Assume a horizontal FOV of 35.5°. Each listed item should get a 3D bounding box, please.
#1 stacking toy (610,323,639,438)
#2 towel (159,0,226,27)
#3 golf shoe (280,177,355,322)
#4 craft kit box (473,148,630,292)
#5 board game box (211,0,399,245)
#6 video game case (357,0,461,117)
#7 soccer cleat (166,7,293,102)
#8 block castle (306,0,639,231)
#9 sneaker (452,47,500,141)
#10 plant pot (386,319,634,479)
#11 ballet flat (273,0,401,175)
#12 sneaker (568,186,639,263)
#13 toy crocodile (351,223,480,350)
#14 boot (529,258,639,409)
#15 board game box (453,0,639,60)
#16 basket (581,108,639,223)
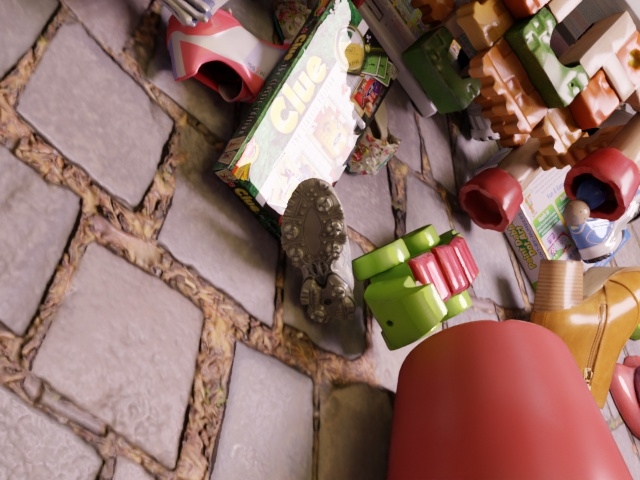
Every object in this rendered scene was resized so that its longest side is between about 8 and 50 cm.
[{"bbox_3d":[0.588,0.176,1.704,0.309,0.130,0.280,-20,87,-56],"label":"stacking toy"},{"bbox_3d":[-0.155,-0.319,1.016,0.209,0.034,0.285,42,26,-8],"label":"towel"},{"bbox_3d":[0.000,0.000,1.047,0.086,0.069,0.176,-81,167,-54],"label":"golf shoe"},{"bbox_3d":[0.372,-0.055,1.581,0.250,0.061,0.247,-35,102,-45],"label":"craft kit box"},{"bbox_3d":[-0.008,-0.134,1.079,0.136,0.030,0.260,47,61,-35],"label":"board game box"},{"bbox_3d":[0.120,-0.320,1.464,0.227,0.026,0.206,50,37,-20],"label":"video game case"},{"bbox_3d":[-0.065,-0.179,1.089,0.248,0.083,0.095,20,65,-44],"label":"soccer cleat"},{"bbox_3d":[0.208,-0.219,1.266,0.213,0.303,0.453,-45,110,-25],"label":"block castle"},{"bbox_3d":[0.256,-0.273,1.542,0.132,0.086,0.229,56,33,-41],"label":"sneaker"},{"bbox_3d":[0.187,0.232,1.038,0.275,0.275,0.243,37,35,-36],"label":"plant pot"},{"bbox_3d":[0.029,-0.196,1.221,0.091,0.077,0.241,-33,97,-55],"label":"ballet flat"},{"bbox_3d":[0.444,-0.059,1.557,0.081,0.080,0.211,51,47,-18],"label":"sneaker"},{"bbox_3d":[0.126,0.044,1.165,0.115,0.105,0.340,66,24,1],"label":"toy crocodile"},{"bbox_3d":[0.419,0.141,1.469,0.295,0.104,0.211,5,87,-31],"label":"boot"},{"bbox_3d":[0.324,-0.291,1.342,0.097,0.303,0.224,-46,103,-26],"label":"board game box"},{"bbox_3d":[0.503,-0.145,1.765,0.204,0.154,0.227,39,30,7],"label":"basket"}]
